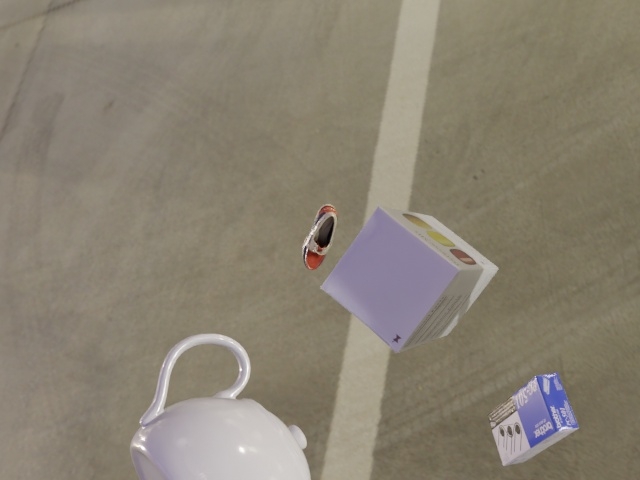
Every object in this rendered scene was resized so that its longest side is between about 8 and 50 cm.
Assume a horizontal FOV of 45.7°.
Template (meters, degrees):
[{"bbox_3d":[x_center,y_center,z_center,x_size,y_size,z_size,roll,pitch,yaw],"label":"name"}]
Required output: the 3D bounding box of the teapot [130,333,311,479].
[{"bbox_3d":[-0.099,0.280,0.921,0.187,0.256,0.252,-31,49,-28],"label":"teapot"}]

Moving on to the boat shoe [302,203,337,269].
[{"bbox_3d":[0.000,0.000,1.401,0.043,0.049,0.137,-107,33,-59],"label":"boat shoe"}]

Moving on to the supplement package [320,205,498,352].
[{"bbox_3d":[0.131,0.050,1.040,0.139,0.244,0.134,39,104,19],"label":"supplement package"}]

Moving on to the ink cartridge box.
[{"bbox_3d":[0.359,0.311,1.306,0.046,0.207,0.097,-5,60,-17],"label":"ink cartridge box"}]
